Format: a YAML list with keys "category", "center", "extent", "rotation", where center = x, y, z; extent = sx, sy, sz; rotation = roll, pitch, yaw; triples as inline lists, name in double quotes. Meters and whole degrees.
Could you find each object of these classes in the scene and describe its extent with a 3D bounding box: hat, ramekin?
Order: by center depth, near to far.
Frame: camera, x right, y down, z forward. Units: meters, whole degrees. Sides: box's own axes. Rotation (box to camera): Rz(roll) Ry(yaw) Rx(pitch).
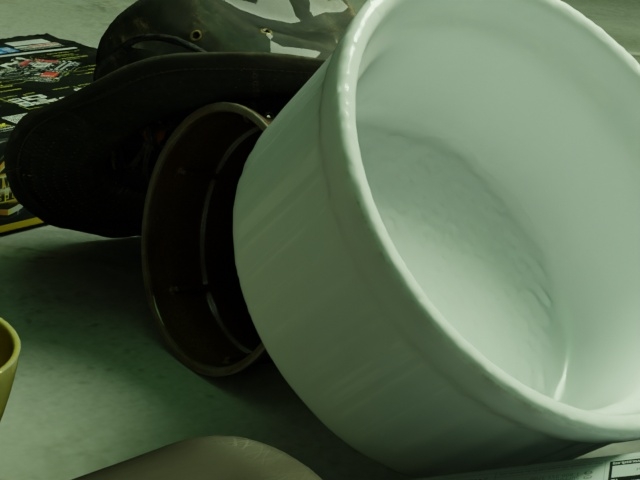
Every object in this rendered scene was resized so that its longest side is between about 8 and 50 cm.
- category: "ramekin"
  center: [0.086, 0.001, 0.958]
  extent: [0.277, 0.277, 0.135]
  rotation: [-10, -19, -42]
- category: "hat"
  center: [-0.052, -0.105, 1.202]
  extent: [0.331, 0.134, 0.331]
  rotation: [-5, -22, -2]

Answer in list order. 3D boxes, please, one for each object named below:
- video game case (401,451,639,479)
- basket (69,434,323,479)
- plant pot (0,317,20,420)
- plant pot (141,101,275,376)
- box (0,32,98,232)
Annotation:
- category: "video game case"
  center: [0.090, 0.149, 0.786]
  extent: [0.212, 0.023, 0.193]
  rotation: [-9, 15, 15]
- category: "basket"
  center: [-0.078, 0.155, 0.603]
  extent: [0.154, 0.204, 0.227]
  rotation: [54, 21, 7]
- category: "plant pot"
  center: [-0.215, 0.091, 0.839]
  extent: [0.134, 0.095, 0.134]
  rotation: [6, 18, -2]
- category: "plant pot"
  center: [0.000, 0.000, 1.105]
  extent: [0.165, 0.167, 0.167]
  rotation: [1, 18, -38]
- category: "box"
  center: [-0.252, -0.094, 1.416]
  extent: [0.257, 0.079, 0.322]
  rotation: [17, 21, 34]
